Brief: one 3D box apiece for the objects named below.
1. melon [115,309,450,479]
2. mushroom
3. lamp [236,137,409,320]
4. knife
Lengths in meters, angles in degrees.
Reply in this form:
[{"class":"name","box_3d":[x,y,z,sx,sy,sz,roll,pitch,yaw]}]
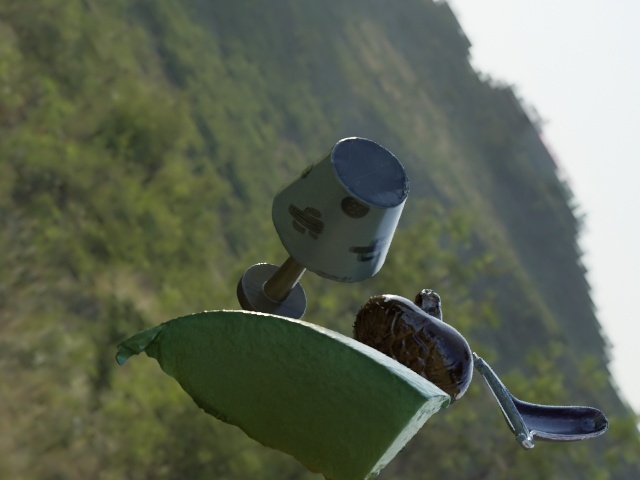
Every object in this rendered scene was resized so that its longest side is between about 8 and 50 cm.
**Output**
[{"class":"melon","box_3d":[-0.032,0.105,1.263,0.053,0.262,0.114,-12,114,-59]},{"class":"mushroom","box_3d":[0.086,0.106,1.703,0.126,0.109,0.085,26,18,20]},{"class":"lamp","box_3d":[0.000,0.000,1.684,0.121,0.214,0.121,19,45,-20]},{"class":"knife","box_3d":[0.252,0.198,2.062,0.278,0.053,0.123,19,42,-57]}]
